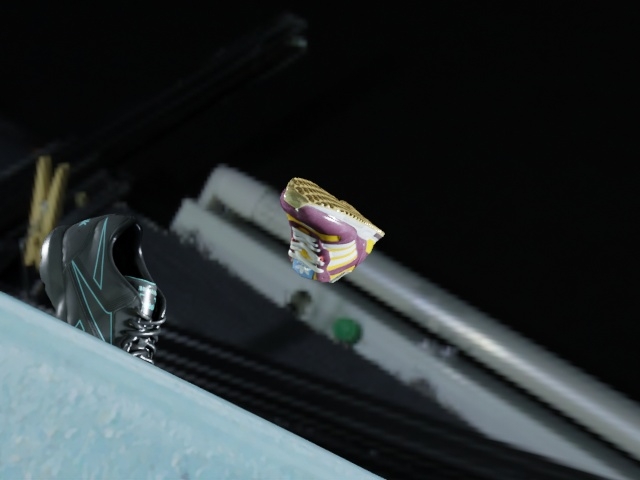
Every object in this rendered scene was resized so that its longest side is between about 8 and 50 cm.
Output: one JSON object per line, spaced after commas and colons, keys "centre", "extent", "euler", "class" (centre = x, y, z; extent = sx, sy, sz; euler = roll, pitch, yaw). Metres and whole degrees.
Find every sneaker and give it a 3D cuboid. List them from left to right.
{"centre": [-0.209, 0.097, 1.385], "extent": [0.106, 0.101, 0.267], "euler": [-20, -108, 21], "class": "sneaker"}
{"centre": [0.000, 0.000, 1.339], "extent": [0.069, 0.185, 0.084], "euler": [39, -84, 26], "class": "sneaker"}

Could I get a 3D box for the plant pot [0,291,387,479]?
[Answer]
{"centre": [-0.173, 0.122, 0.390], "extent": [0.252, 0.247, 0.248], "euler": [34, -114, -12], "class": "plant pot"}
